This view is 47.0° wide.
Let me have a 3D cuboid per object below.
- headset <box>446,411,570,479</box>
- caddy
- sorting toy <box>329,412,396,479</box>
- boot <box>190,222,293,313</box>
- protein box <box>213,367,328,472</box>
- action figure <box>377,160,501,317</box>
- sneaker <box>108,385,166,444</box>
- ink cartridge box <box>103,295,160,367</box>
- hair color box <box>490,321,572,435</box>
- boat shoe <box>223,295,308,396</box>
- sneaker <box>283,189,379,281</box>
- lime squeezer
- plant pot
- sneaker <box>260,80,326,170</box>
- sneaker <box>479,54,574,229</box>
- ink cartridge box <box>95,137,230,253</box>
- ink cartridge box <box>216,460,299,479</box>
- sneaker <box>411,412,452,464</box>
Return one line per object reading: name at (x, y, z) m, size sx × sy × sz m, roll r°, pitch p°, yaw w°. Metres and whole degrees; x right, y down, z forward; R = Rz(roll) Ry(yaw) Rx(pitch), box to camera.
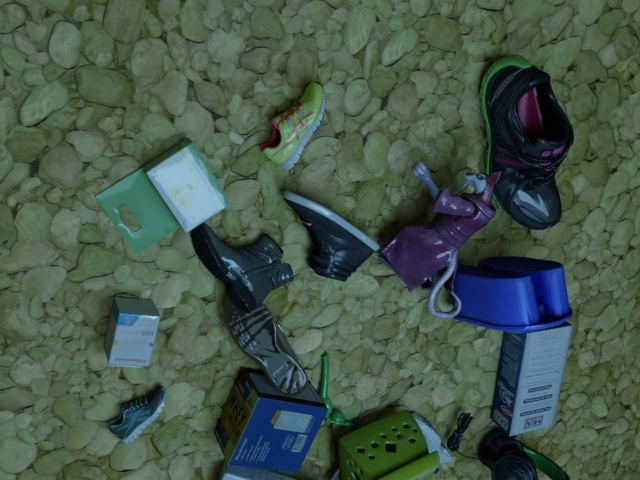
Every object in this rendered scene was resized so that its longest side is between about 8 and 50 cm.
headset at (0.568, 0.642, 2.206) m, size 0.394 × 0.243 × 0.185 m, roll 18°, pitch 101°, yaw -9°
caddy at (0.490, 0.153, 1.917) m, size 0.241 × 0.341 × 0.179 m, roll -11°, pitch 99°, yaw -26°
sorting toy at (0.131, 0.628, 2.097) m, size 0.196 × 0.047 × 0.348 m, roll 31°, pitch 97°, yaw -37°
boot at (-0.179, 0.032, 1.704) m, size 0.161 × 0.083 × 0.247 m, roll -42°, pitch 107°, yaw -29°
protein box at (-0.126, 0.453, 1.848) m, size 0.201 × 0.136 × 0.200 m, roll 17°, pitch 105°, yaw -29°
action figure at (0.312, -0.025, 1.781) m, size 0.248 × 0.276 × 0.370 m, roll 8°, pitch 135°, yaw -45°
sneaker at (-0.433, 0.404, 1.737) m, size 0.076 × 0.065 × 0.166 m, roll 42°, pitch 88°, yaw -28°
ink cartridge box at (-0.425, 0.211, 1.644) m, size 0.092 × 0.090 × 0.143 m, roll 9°, pitch 107°, yaw -27°
hair color box at (0.626, 0.397, 2.200) m, size 0.173 × 0.105 × 0.347 m, roll -5°, pitch 111°, yaw -23°
boat shoe at (-0.136, 0.243, 1.791) m, size 0.109 × 0.098 × 0.302 m, roll -35°, pitch 102°, yaw -2°
sneaker at (0.000, 0.000, 1.750) m, size 0.295 × 0.104 × 0.147 m, roll 34°, pitch 92°, yaw -33°
lime squeezer at (0.041, 0.446, 1.989) m, size 0.110 × 0.058 × 0.310 m, roll -54°, pitch 127°, yaw -36°
plant pot at (0.198, 0.630, 1.977) m, size 0.228 × 0.207 × 0.227 m, roll -19°, pitch 122°, yaw -22°
sneaker at (-0.062, -0.262, 1.632) m, size 0.094 × 0.081 × 0.209 m, roll 23°, pitch 100°, yaw -28°
sneaker at (0.527, -0.220, 1.852) m, size 0.185 × 0.202 × 0.483 m, roll -28°, pitch 119°, yaw -12°
ink cartridge box at (-0.337, -0.088, 1.590) m, size 0.235 × 0.056 × 0.171 m, roll -35°, pitch 121°, yaw -11°
ink cartridge box at (-0.124, 0.776, 1.936) m, size 0.384 × 0.091 × 0.308 m, roll 20°, pitch 101°, yaw -6°
sneaker at (0.295, 0.598, 2.138) m, size 0.115 × 0.090 × 0.232 m, roll -35°, pitch 120°, yaw -5°
